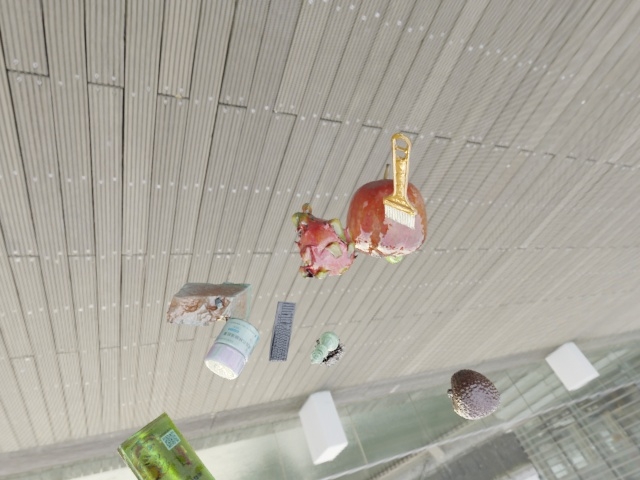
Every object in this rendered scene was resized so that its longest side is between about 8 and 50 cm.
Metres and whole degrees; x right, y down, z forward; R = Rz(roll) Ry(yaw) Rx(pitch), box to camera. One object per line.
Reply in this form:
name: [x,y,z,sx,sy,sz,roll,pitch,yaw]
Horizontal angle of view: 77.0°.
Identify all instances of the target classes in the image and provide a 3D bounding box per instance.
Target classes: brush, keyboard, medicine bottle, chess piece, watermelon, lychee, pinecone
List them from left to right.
watermelon: [-0.402,0.230,1.518,0.264,0.151,0.302,4,176,3]
medicine bottle: [-0.298,0.365,1.367,0.135,0.168,0.135,16,139,14]
keyboard: [-0.157,0.371,1.633,0.087,0.017,0.250,8,95,-25]
chess piece: [0.006,0.317,1.164,0.059,0.059,0.149,-42,175,22]
pinecone: [0.034,0.467,1.714,0.140,0.121,0.140,-25,142,-22]
brush: [0.177,-0.122,0.890,0.017,0.090,0.314,-57,156,-21]
lychee: [0.588,0.597,1.565,0.194,0.194,0.194,-14,141,-12]

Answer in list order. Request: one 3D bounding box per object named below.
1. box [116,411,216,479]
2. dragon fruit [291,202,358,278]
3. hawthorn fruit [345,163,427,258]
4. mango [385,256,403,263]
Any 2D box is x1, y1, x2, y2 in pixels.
box: [-0.478,0.725,1.278,0.173,0.311,0.043,-29,161,-51]
dragon fruit: [0.000,0.000,0.898,0.133,0.207,0.150,-15,149,-19]
hawthorn fruit: [0.223,-0.102,1.377,0.287,0.330,0.287,3,176,0]
mango: [0.290,-0.018,1.668,0.111,0.125,0.233,-22,103,-11]
